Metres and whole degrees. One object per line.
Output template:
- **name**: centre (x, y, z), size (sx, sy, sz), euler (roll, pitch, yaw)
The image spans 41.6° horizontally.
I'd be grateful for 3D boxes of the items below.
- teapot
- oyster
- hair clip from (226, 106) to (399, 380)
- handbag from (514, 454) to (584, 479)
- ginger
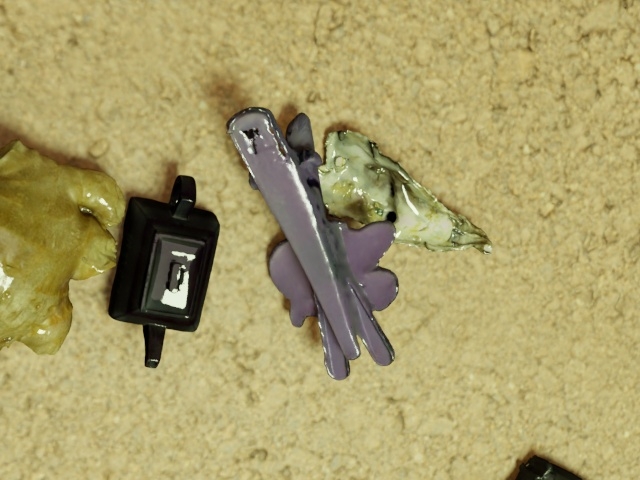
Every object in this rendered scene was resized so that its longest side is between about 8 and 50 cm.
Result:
- **teapot**: centre (-0.140, 0.027, 0.773), size (0.087, 0.096, 0.177), euler (11, 93, -18)
- **oyster**: centre (0.075, -0.036, 0.864), size (0.106, 0.061, 0.200), euler (-39, 106, 13)
- **hair clip**: centre (0.000, -0.007, 0.807), size (0.137, 0.090, 0.279), euler (-21, 105, 12)
- **handbag**: centre (0.280, 0.394, 0.963), size (0.247, 0.080, 0.223), euler (36, 86, -19)
- **ginger**: centre (-0.269, 0.022, 0.731), size (0.157, 0.102, 0.216), euler (28, 83, -45)
